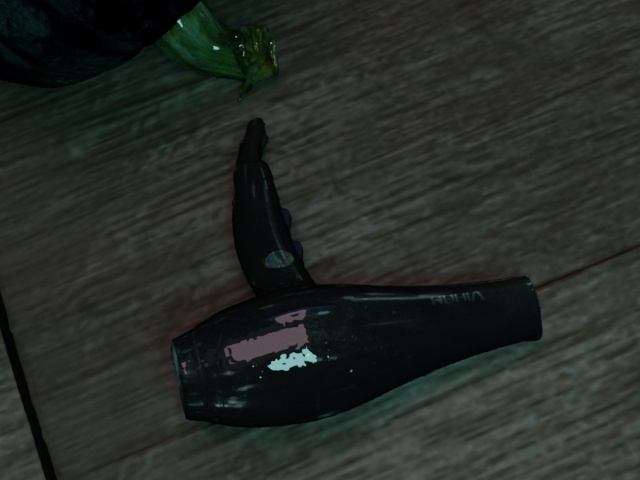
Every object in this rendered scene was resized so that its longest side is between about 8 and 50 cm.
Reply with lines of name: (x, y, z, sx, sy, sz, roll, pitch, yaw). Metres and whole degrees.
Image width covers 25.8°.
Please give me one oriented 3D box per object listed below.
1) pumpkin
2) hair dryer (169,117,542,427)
pumpkin: (-0.120, -0.180, 0.839, 0.248, 0.248, 0.248, -5, 57, 8)
hair dryer: (0.000, 0.000, 0.781, 0.195, 0.075, 0.219, -12, 49, -9)
